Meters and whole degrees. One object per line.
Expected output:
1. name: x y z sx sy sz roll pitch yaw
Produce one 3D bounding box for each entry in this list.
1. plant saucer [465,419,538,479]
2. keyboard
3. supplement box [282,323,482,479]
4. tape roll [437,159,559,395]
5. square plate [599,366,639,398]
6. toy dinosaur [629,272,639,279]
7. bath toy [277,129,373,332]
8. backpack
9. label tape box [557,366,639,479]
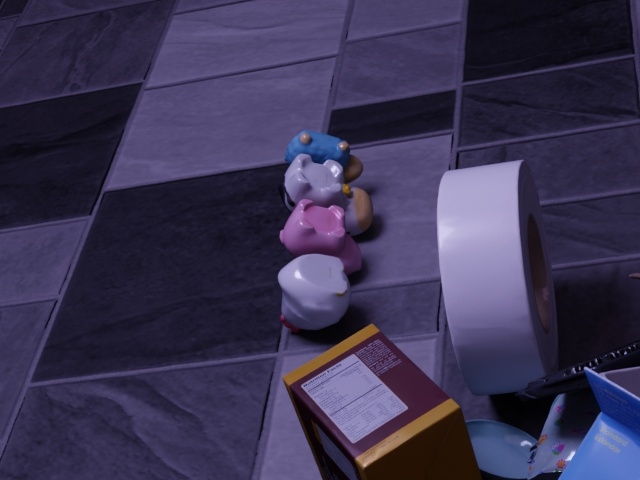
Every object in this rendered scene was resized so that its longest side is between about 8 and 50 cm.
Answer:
1. plant saucer: 0.209 0.252 1.642 0.119 0.021 0.119 11 25 -5
2. keyboard: 0.370 0.126 1.577 0.201 0.033 0.317 -16 -3 37
3. supplement box: 0.077 0.239 1.608 0.129 0.191 0.194 -30 38 -14
4. tape roll: 0.222 0.045 1.716 0.100 0.286 0.286 -9 37 16
5. square plate: 0.472 0.222 1.321 0.347 0.049 0.344 1 28 -48
6. toy dinosaur: 0.547 0.018 1.751 0.295 0.127 0.200 -16 27 25
7. bath toy: 0.000 0.000 2.016 0.151 0.129 0.348 18 42 -12
8. backpack: 0.309 0.244 1.562 0.151 0.115 0.182 0 37 29
9. label tape box: 0.327 0.310 1.268 0.115 0.348 0.249 -39 40 -17
